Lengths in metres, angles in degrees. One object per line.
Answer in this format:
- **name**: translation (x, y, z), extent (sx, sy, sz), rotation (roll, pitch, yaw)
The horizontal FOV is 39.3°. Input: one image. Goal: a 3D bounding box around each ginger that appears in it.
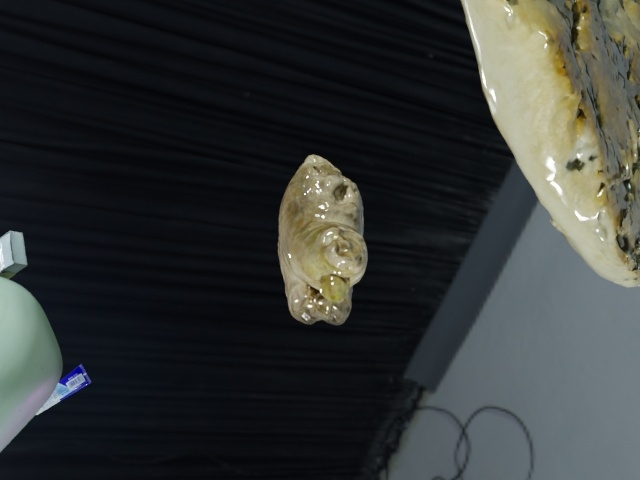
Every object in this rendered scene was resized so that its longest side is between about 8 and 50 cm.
- **ginger**: translation (-0.001, -0.004, 0.724), extent (0.213, 0.074, 0.137), rotation (84, 175, -78)

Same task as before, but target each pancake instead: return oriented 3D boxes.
- **pancake**: translation (0.159, -0.136, 0.531), extent (0.065, 0.356, 0.356), rotation (-13, 69, 30)

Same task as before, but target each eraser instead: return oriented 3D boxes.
- **eraser**: translation (-0.315, 0.025, 0.862), extent (0.083, 0.019, 0.038), rotation (-28, 62, 28)

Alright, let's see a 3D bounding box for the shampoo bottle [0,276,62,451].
- **shampoo bottle**: translation (-0.373, 0.165, 0.726), extent (0.222, 0.349, 0.151), rotation (-2, 116, 20)

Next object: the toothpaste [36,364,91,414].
- **toothpaste**: translation (-0.296, 0.173, 1.019), extent (0.083, 0.015, 0.024), rotation (-36, 80, 16)
